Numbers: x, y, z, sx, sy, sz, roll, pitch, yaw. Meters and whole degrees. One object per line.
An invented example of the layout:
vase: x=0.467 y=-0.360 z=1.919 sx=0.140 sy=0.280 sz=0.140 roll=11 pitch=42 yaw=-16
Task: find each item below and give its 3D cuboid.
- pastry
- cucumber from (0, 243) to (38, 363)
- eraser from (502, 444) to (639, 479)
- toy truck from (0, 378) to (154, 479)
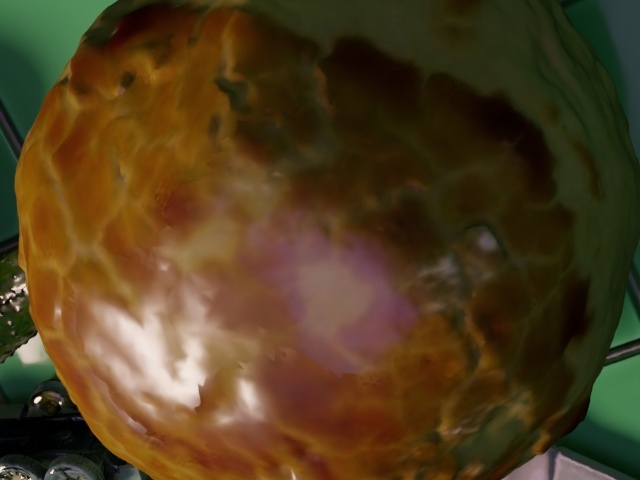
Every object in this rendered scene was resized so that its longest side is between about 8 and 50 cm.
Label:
pastry: x=0.000 y=0.000 z=0.733 sx=0.389 sy=0.312 sz=0.388 roll=3 pitch=106 yaw=10
cucumber: x=-0.238 y=0.052 z=0.910 sx=0.227 sy=0.069 sz=0.069 roll=-32 pitch=100 yaw=40
eraser: x=0.190 y=0.279 z=0.924 sx=0.204 sy=0.059 sz=0.243 roll=24 pitch=109 yaw=3
toy truck: x=-0.229 y=0.196 z=0.964 sx=0.257 sy=0.108 sz=0.140 roll=-5 pitch=121 yaw=11
